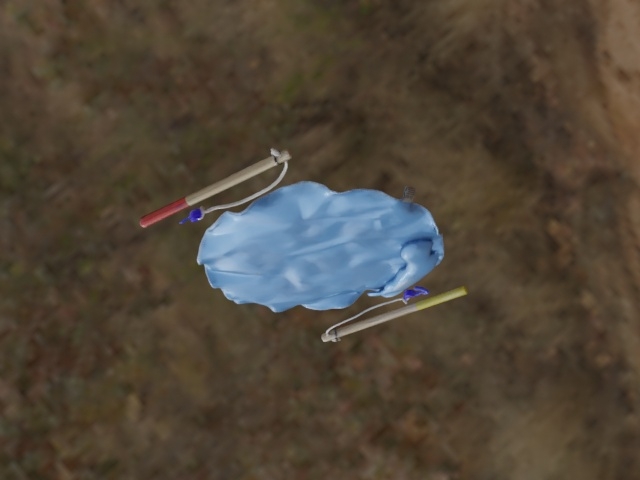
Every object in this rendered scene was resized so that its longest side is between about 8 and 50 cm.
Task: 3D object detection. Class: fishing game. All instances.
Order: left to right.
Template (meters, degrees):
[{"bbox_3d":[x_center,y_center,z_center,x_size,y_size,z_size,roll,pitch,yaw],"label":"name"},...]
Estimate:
[{"bbox_3d":[0.000,0.000,1.400,0.189,0.041,0.264,-24,145,29],"label":"fishing game"}]
